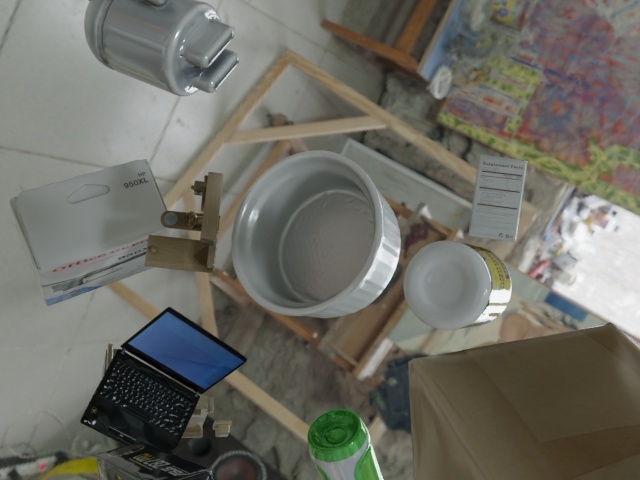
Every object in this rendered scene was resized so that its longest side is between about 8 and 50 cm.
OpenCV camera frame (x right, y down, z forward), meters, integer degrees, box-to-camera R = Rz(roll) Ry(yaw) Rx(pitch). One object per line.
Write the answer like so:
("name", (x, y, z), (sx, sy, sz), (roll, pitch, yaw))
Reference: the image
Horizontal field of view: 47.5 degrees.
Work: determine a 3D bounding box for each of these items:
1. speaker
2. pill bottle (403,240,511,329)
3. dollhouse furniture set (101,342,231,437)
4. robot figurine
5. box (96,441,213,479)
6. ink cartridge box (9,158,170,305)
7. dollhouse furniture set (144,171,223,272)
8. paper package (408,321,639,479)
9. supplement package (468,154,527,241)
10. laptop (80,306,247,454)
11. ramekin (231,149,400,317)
("speaker", (0.066, 0.481, 1.456), (0.131, 0.131, 0.297), (-39, 125, -33))
("pill bottle", (0.177, 0.056, 0.896), (0.103, 0.103, 0.184), (-63, 156, 9))
("dollhouse furniture set", (-0.390, 0.385, 1.914), (0.355, 0.174, 0.303), (4, 145, -18))
("robot figurine", (-0.349, -0.431, 1.536), (0.200, 0.353, 0.300), (-56, 161, -31))
("box", (-0.230, 0.529, 1.112), (0.097, 0.318, 0.395), (-9, 90, -30))
("ink cartridge box", (-0.508, -0.008, 1.619), (0.285, 0.166, 0.395), (-21, 172, -22))
("dollhouse furniture set", (-0.237, -0.033, 1.247), (0.151, 0.123, 0.144), (123, -27, -75))
("paper package", (0.187, 0.257, 0.457), (0.168, 0.325, 0.310), (-9, 113, -10))
("supplement package", (0.393, -0.091, 1.616), (0.105, 0.105, 0.179), (4, 94, -77))
("laptop", (-0.321, 0.312, 1.528), (0.234, 0.136, 0.264), (40, 60, -30))
("ramekin", (0.000, 0.000, 1.227), (0.277, 0.277, 0.135), (-59, 149, 2))
